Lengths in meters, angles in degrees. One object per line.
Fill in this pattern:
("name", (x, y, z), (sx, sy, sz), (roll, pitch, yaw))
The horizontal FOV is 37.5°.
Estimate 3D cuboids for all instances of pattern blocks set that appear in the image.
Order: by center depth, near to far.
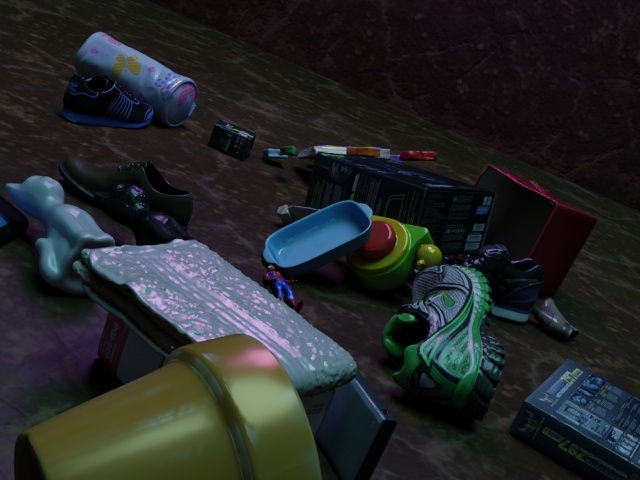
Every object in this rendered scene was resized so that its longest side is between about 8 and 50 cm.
("pattern blocks set", (0.053, -0.187, 2.032), (0.325, 0.026, 0.285), (0, 2, -28))

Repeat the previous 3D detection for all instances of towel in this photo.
("towel", (-0.110, 0.078, 0.982), (0.282, 0.049, 0.187), (33, 22, 29))

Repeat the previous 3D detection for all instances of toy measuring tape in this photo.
("toy measuring tape", (0.048, 0.014, 1.586), (0.330, 0.121, 0.121), (12, 11, 31))

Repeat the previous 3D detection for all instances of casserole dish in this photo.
("casserole dish", (0.000, 0.000, 1.505), (0.188, 0.037, 0.114), (-26, 35, -7))

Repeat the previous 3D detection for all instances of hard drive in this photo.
("hard drive", (0.028, 0.194, 1.030), (0.022, 0.094, 0.135), (12, 21, -30))

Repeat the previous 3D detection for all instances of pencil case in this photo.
("pencil case", (-0.397, -0.345, 2.031), (0.273, 0.113, 0.124), (29, -15, 20))

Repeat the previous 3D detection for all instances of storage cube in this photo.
("storage cube", (0.397, -0.015, 1.876), (0.183, 0.215, 0.193), (36, 16, 37))

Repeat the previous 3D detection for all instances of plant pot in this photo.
("plant pot", (-0.129, 0.190, 0.736), (0.188, 0.205, 0.205), (-9, 32, -30))

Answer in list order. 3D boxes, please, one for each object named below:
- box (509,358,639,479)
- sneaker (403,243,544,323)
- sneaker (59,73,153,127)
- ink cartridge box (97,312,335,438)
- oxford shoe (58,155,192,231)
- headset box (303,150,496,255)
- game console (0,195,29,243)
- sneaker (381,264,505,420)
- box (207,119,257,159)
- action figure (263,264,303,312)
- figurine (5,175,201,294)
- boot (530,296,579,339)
("box", (0.387, 0.259, 1.318), (0.183, 0.059, 0.232), (30, 20, 21))
("sneaker", (0.265, 0.051, 1.659), (0.283, 0.124, 0.107), (14, 20, -24))
("sneaker", (-0.408, -0.278, 1.859), (0.081, 0.090, 0.232), (31, 20, 24))
("ink cartridge box", (-0.115, 0.141, 1.020), (0.158, 0.092, 0.218), (1, 26, -46))
("oxford shoe", (-0.296, -0.091, 1.458), (0.227, 0.096, 0.083), (23, 20, 7))
("headset box", (0.142, -0.072, 1.794), (0.283, 0.131, 0.246), (22, 15, 39))
("game console", (-0.483, -0.112, 1.124), (0.173, 0.250, 0.293), (9, 17, 7))
("sneaker", (0.164, 0.116, 1.348), (0.146, 0.134, 0.343), (20, 19, -6))
("box", (-0.186, -0.213, 1.995), (0.083, 0.052, 0.062), (22, 19, 2))
("action figure", (-0.058, 0.067, 1.399), (0.038, 0.030, 0.115), (7, 21, -26))
("figurine", (-0.291, -0.019, 1.243), (0.215, 0.092, 0.209), (5, 30, -41))
("boot", (0.436, 0.147, 1.732), (0.087, 0.042, 0.118), (37, 24, 22))
